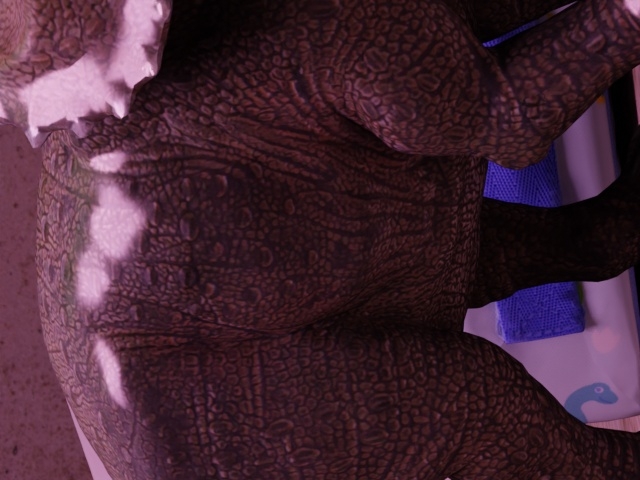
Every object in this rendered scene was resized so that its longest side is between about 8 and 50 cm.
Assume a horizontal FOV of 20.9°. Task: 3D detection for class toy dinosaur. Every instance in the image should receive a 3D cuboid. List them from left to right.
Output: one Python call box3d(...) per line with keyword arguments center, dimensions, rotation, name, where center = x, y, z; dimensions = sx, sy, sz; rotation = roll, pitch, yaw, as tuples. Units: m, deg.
box3d(center=(0.000, 0.000, 0.373), dimensions=(0.121, 0.160, 0.314), rotation=(-92, -8, -57), name="toy dinosaur")

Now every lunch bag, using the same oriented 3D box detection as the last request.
box3d(center=(0.041, -0.058, 0.521), dimensions=(0.176, 0.090, 0.219), rotation=(-95, -6, -67), name="lunch bag")

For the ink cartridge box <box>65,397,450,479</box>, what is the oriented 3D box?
box3d(center=(0.010, 0.147, 1.063), dimensions=(0.066, 0.296, 0.261), rotation=(-68, -29, -49), name="ink cartridge box")
